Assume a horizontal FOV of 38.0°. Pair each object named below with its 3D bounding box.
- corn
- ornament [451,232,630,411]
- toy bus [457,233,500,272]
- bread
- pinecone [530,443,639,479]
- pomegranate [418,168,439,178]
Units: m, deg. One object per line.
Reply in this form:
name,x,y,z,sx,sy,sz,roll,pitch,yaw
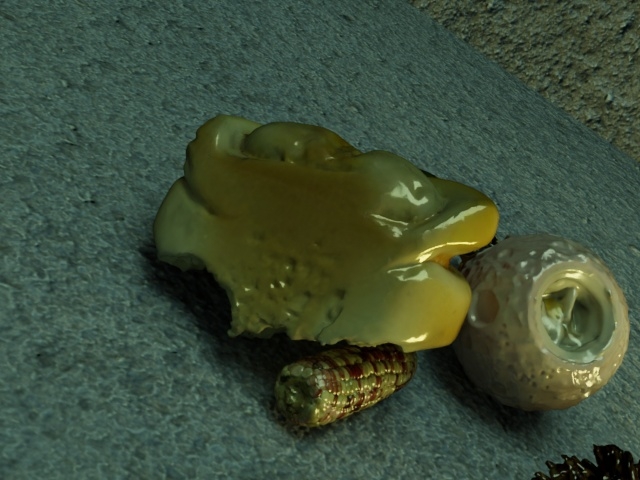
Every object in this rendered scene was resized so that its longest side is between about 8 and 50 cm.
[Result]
corn,0.043,0.172,1.162,0.086,0.086,0.253,47,28,24
ornament,0.305,0.116,1.338,0.260,0.225,0.259,4,78,-18
toy bus,0.296,0.069,1.567,0.083,0.088,0.194,-4,47,-48
bread,-0.005,-0.009,1.182,0.424,0.245,0.329,22,28,18
pinecone,0.342,0.328,1.149,0.174,0.173,0.173,24,30,-15
pomegranate,0.138,0.000,1.432,0.248,0.202,0.202,55,25,-14
